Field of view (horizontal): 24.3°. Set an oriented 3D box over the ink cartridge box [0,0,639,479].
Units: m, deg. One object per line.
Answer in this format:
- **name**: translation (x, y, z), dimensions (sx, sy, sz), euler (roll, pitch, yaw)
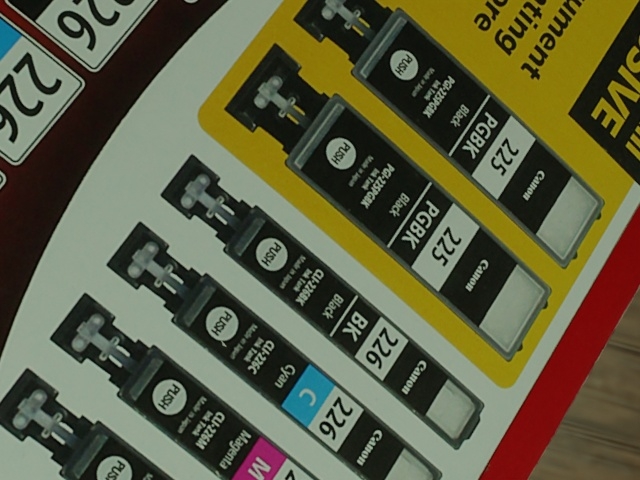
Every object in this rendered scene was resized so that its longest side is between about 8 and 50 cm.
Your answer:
- **ink cartridge box**: translation (0.000, 0.000, 0.485), dimensions (0.272, 0.130, 0.309), euler (40, 66, -12)
